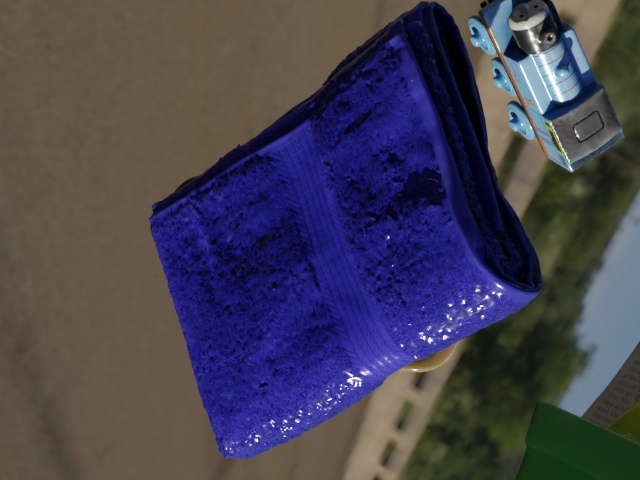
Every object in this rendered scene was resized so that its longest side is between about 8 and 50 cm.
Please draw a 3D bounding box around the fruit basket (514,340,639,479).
[{"bbox_3d":[0.255,0.101,0.763,0.353,0.165,0.327,-47,-151,-14],"label":"fruit basket"}]

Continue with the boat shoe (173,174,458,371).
[{"bbox_3d":[0.001,0.025,1.389,0.104,0.285,0.089,-62,158,2],"label":"boat shoe"}]

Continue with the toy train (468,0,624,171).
[{"bbox_3d":[0.204,-0.154,1.478,0.080,0.184,0.105,-34,-150,-9],"label":"toy train"}]

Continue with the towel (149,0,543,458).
[{"bbox_3d":[0.000,0.000,1.143,0.076,0.227,0.308,7,148,-43],"label":"towel"}]
